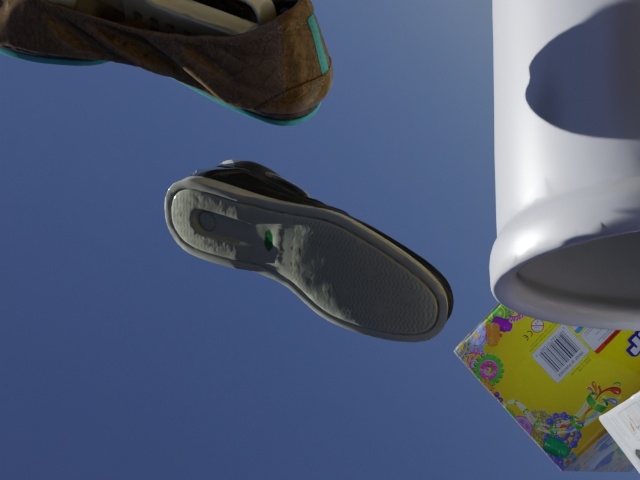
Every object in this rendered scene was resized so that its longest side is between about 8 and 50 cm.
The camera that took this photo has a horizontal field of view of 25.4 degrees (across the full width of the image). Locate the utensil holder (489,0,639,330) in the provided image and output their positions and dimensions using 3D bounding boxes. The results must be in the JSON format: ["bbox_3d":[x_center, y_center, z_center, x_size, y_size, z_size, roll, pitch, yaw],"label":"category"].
[{"bbox_3d":[0.295,-0.148,1.136,0.327,0.327,0.386,30,-124,-57],"label":"utensil holder"}]

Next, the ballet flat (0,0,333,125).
[{"bbox_3d":[-0.146,-0.192,1.134,0.116,0.342,0.124,-50,-29,-44],"label":"ballet flat"}]

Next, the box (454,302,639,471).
[{"bbox_3d":[0.346,0.091,1.551,0.177,0.290,0.279,48,-166,25],"label":"box"}]

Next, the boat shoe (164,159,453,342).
[{"bbox_3d":[0.000,0.000,1.035,0.233,0.084,0.079,24,-151,24],"label":"boat shoe"}]

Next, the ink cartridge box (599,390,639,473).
[{"bbox_3d":[0.338,0.173,1.220,0.145,0.045,0.179,53,150,9],"label":"ink cartridge box"}]
